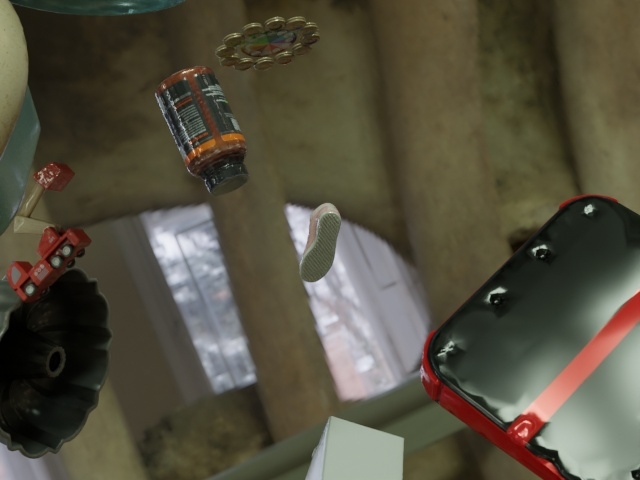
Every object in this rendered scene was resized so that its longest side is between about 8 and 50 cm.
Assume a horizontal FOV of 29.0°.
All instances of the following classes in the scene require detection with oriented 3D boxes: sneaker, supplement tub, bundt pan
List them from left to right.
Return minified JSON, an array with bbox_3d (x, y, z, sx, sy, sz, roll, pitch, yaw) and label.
[{"bbox_3d":[-0.496,0.195,2.090,0.124,0.331,0.331,9,6,24],"label":"bundt pan"},{"bbox_3d":[-0.184,-0.173,1.985,0.106,0.198,0.106,-23,-14,-6],"label":"supplement tub"},{"bbox_3d":[0.000,0.000,2.038,0.051,0.134,0.070,14,23,-12],"label":"sneaker"}]

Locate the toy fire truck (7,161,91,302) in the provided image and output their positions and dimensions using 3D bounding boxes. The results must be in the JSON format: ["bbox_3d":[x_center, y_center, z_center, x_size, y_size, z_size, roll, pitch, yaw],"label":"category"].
[{"bbox_3d":[-0.431,-0.013,1.920,0.192,0.135,0.047,-45,-13,10],"label":"toy fire truck"}]

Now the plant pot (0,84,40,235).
[{"bbox_3d":[-0.483,-0.109,1.460,0.248,0.252,0.247,-4,-38,-2],"label":"plant pot"}]

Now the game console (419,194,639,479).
[{"bbox_3d":[0.354,0.131,1.560,0.386,0.342,0.060,-42,-29,-21],"label":"game console"}]

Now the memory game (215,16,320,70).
[{"bbox_3d":[-0.089,-0.333,2.111,0.186,0.012,0.186,-13,-16,-4],"label":"memory game"}]

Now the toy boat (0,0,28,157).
[{"bbox_3d":[-0.409,-0.137,1.118,0.148,0.318,0.267,54,-123,-71],"label":"toy boat"}]

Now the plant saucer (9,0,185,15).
[{"bbox_3d":[-0.334,-0.385,1.758,0.318,0.043,0.317,0,-6,0],"label":"plant saucer"}]

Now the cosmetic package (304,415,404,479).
[{"bbox_3d":[0.042,0.500,2.135,0.365,0.155,0.197,-78,6,-59],"label":"cosmetic package"}]
